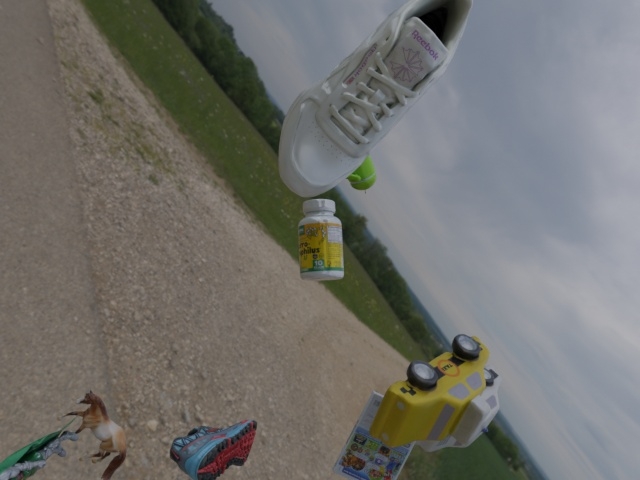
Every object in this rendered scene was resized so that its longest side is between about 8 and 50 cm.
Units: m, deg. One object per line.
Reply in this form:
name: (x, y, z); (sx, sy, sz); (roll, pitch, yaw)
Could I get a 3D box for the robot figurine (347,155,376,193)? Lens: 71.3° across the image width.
robot figurine: (0.089, -0.167, 1.028); (0.115, 0.067, 0.101); (66, 30, -20)

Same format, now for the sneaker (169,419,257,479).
sneaker: (-0.236, 0.449, 1.009); (0.125, 0.104, 0.262); (14, -7, 20)

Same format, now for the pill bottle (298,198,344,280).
pill bottle: (0.000, 0.000, 1.190); (0.117, 0.118, 0.208); (41, 47, -77)

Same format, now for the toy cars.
toy cars: (0.195, 0.236, 0.620); (0.087, 0.176, 0.393); (40, -3, 35)

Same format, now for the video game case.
video game case: (0.083, 0.282, 0.620); (0.087, 0.122, 0.011); (28, -2, -7)

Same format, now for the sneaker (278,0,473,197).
sneaker: (0.057, -0.183, 0.525); (0.114, 0.305, 0.152); (39, -4, -12)

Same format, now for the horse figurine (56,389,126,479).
horse figurine: (-0.637, 0.557, 1.278); (0.263, 0.175, 0.066); (59, 9, -10)

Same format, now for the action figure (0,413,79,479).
action figure: (-0.571, 0.440, 0.856); (0.064, 0.137, 0.232); (37, 7, 5)
